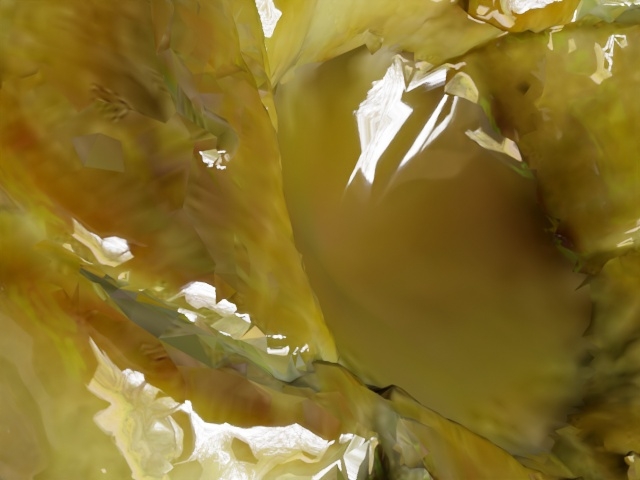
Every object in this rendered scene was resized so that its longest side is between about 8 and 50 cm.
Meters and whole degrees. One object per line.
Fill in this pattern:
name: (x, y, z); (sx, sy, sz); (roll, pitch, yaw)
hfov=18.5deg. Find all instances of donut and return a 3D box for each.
donut: (0.000, 0.000, 0.570); (0.360, 0.360, 0.170); (38, -41, -25)
